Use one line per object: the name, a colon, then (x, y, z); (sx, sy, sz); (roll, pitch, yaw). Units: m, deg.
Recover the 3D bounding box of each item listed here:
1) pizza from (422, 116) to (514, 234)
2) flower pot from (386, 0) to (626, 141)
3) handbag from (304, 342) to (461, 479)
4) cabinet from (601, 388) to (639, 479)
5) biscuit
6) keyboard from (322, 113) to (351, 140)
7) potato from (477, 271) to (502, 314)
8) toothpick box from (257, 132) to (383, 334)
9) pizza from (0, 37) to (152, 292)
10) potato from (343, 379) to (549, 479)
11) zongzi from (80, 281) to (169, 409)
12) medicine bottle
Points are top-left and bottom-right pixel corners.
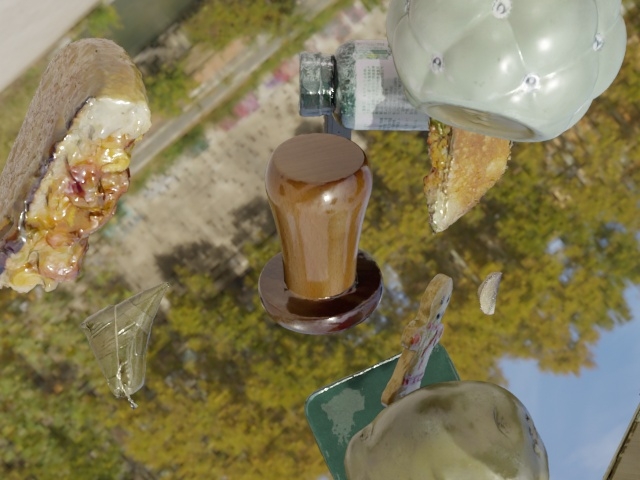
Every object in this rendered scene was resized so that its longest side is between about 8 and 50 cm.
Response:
pizza: (0.196, -0.130, 1.429); (0.147, 0.226, 0.069); (-11, -158, -35)
flower pot: (0.189, -0.213, 1.068); (0.246, 0.246, 0.195); (-175, -81, -79)
handbag: (0.149, 0.366, 2.129); (0.326, 0.239, 0.089); (-23, 171, -1)
cabinet: (0.745, 0.485, 2.046); (0.318, 0.227, 0.290); (-56, -159, -23)
biscuit: (0.163, 0.166, 1.680); (0.153, 0.030, 0.234); (6, 106, -68)
keyboard: (0.029, -0.174, 1.884); (0.060, 0.196, 0.018); (1, -178, -33)
potato: (0.298, 0.089, 1.870); (0.037, 0.093, 0.036); (-6, -146, -16)
toothpick box: (0.000, 0.000, 1.522); (0.192, 0.192, 0.294); (-49, 148, -46)
pizza: (-0.273, -0.081, 1.102); (0.409, 0.114, 0.278); (-25, -127, 61)
potato: (0.196, 0.332, 1.555); (0.326, 0.243, 0.221); (-36, -136, 45)
zongzi: (-0.311, 0.188, 1.835); (0.178, 0.189, 0.081); (-25, 178, 8)
medicine bottle: (0.111, -0.242, 1.617); (0.293, 0.141, 0.141); (0, -171, -2)
